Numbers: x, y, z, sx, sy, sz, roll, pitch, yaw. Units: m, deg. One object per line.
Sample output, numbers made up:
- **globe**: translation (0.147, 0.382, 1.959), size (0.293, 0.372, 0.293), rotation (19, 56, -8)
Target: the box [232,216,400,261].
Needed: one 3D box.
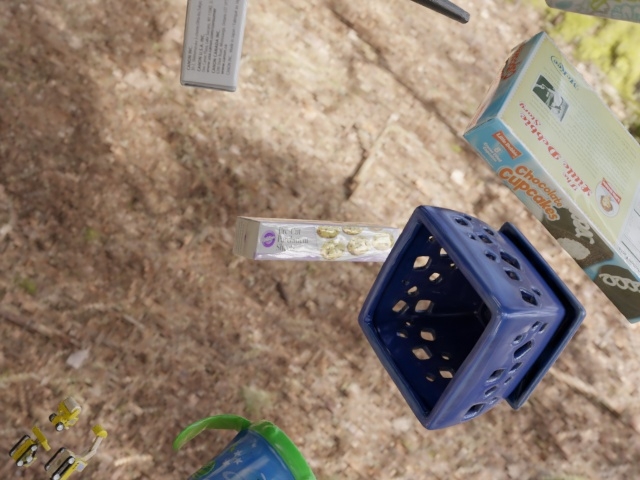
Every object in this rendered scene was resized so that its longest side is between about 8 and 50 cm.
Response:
- **box**: translation (0.000, 0.000, 1.710), size (0.324, 0.067, 0.063), rotation (3, 8, -42)

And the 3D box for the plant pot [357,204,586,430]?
- **plant pot**: translation (0.223, 0.107, 1.440), size (0.212, 0.236, 0.236), rotation (2, 39, -34)

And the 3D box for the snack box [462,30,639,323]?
- **snack box**: translation (0.320, -0.076, 1.213), size (0.322, 0.060, 0.187), rotation (46, 48, -14)

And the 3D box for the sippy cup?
- **sippy cup**: translation (-0.143, 0.468, 1.774), size (0.224, 0.240, 0.305), rotation (-26, 28, -27)

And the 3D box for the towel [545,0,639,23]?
- **towel**: translation (0.459, -0.434, 1.190), size (0.090, 0.374, 0.320), rotation (13, 7, -44)

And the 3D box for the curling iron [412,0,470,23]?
- **curling iron**: translation (0.099, -0.344, 1.386), size (0.274, 0.068, 0.035), rotation (8, 28, -35)

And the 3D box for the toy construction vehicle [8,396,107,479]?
- **toy construction vehicle**: translation (-0.303, 0.239, 1.175), size (0.086, 0.098, 0.035), rotation (32, -14, 41)

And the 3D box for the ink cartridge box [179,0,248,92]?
- **ink cartridge box**: translation (-0.088, -0.316, 0.979), size (0.060, 0.275, 0.239), rotation (6, 29, -8)
